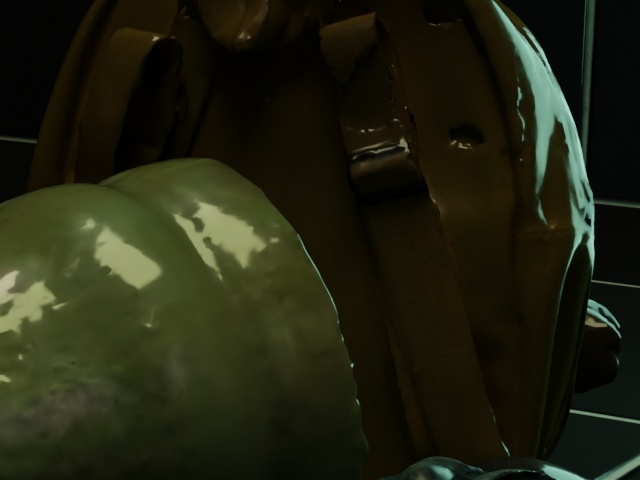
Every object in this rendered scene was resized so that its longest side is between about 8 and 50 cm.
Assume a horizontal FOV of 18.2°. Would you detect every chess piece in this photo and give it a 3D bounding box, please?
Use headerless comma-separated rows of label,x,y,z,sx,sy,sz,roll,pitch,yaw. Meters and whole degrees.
chess piece,-0.219,0.109,0.868,0.442,0.234,0.234,-14,17,-32

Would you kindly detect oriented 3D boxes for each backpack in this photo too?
backpack,0.001,0.001,1.145,0.353,0.378,0.201,9,7,11

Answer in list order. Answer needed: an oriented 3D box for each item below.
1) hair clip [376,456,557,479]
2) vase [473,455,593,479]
hair clip,0.004,0.171,0.737,0.310,0.194,0.206,-10,8,-43
vase,0.060,0.175,0.947,0.183,0.120,0.120,-17,15,-16
